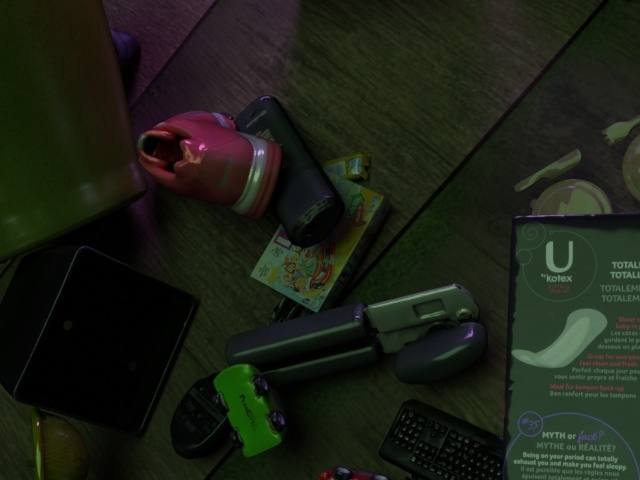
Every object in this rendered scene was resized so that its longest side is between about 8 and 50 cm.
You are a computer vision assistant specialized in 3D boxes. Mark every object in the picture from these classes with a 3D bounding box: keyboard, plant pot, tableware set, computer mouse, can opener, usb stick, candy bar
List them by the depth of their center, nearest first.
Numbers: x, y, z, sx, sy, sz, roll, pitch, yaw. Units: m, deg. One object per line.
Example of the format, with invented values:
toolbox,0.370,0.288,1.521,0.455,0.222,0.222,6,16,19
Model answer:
keyboard,0.142,0.234,1.015,0.192,0.038,0.100,19,81,34
tableware set,0.308,-0.047,1.033,0.194,0.039,0.128,-31,70,22
can opener,0.035,0.117,1.067,0.284,0.076,0.095,-16,35,15
computer mouse,-0.086,0.157,1.179,0.242,0.041,0.071,-48,56,-3
usb stick,-0.043,-0.088,1.193,0.077,0.045,0.278,-47,37,14
candy bar,-0.013,-0.073,1.234,0.162,0.018,0.040,-15,68,24
plant pot,-0.301,0.110,1.235,0.167,0.188,0.187,13,78,44
plant pot,-0.394,-0.167,1.261,0.367,0.366,0.352,-21,98,21

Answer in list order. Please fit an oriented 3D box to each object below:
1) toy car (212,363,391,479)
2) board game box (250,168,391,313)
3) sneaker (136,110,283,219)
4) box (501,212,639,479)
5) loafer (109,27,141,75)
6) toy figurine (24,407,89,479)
toy car,-0.043,0.235,1.075,0.239,0.053,0.224,-26,82,18
board game box,0.000,0.000,1.170,0.103,0.026,0.154,26,83,30
sneaker,-0.164,-0.113,1.215,0.314,0.136,0.115,21,95,59
box,0.260,0.122,0.912,0.165,0.143,0.270,-1,74,21
loafer,-0.385,-0.209,1.471,0.303,0.095,0.109,-28,90,22
toy figurine,-0.207,0.362,1.132,0.217,0.191,0.362,-8,63,-5
